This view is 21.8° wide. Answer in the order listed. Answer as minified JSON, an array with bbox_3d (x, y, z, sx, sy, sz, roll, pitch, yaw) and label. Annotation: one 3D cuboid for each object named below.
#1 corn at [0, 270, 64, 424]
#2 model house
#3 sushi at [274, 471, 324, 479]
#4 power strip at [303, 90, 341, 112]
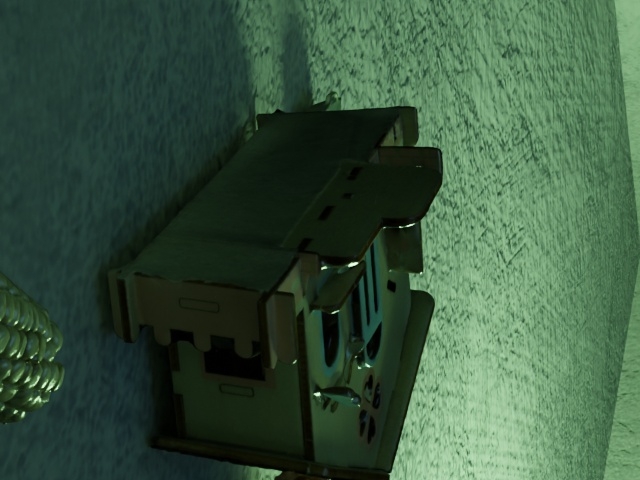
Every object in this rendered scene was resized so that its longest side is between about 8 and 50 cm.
[{"bbox_3d":[-0.183,0.028,0.746,0.211,0.087,0.087,59,40,-71],"label":"corn"},{"bbox_3d":[-0.006,0.068,1.164,0.326,0.169,0.244,-54,147,-60],"label":"model house"},{"bbox_3d":[0.013,0.320,1.294,0.236,0.170,0.270,2,96,-73],"label":"sushi"},{"bbox_3d":[0.000,0.000,1.386,0.060,0.027,0.253,-44,136,-65],"label":"power strip"}]
